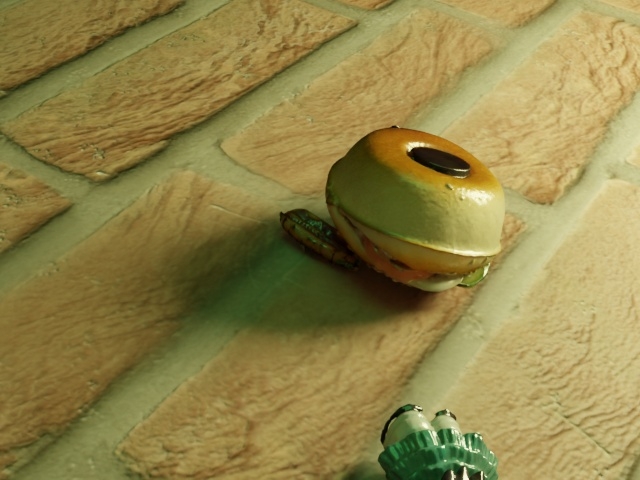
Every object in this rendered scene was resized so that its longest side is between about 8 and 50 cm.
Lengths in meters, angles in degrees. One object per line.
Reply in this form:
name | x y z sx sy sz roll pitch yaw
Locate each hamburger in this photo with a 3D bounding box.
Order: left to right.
hamburger | 0.111 -0.040 1.209 0.236 0.147 0.237 17 27 -9

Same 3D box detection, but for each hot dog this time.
hot dog | 0.000 0.000 1.239 0.122 0.037 0.049 37 35 25

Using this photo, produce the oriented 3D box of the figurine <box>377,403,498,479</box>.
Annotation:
figurine | 0.126 0.243 0.894 0.137 0.110 0.245 13 28 -19
